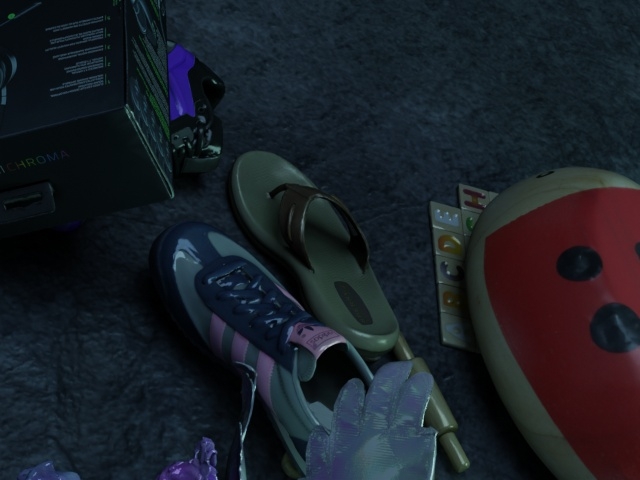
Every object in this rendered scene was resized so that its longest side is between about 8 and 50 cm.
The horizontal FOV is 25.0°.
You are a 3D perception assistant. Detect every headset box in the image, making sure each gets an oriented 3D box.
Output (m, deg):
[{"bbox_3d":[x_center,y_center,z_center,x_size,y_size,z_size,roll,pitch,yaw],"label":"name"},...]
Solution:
[{"bbox_3d":[-0.268,-0.140,1.309,0.246,0.131,0.283,-13,51,7],"label":"headset box"}]

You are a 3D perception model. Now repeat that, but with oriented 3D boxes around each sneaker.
[{"bbox_3d":[-0.172,-0.102,1.461,0.146,0.102,0.293,28,45,-6],"label":"sneaker"},{"bbox_3d":[-0.031,0.087,1.325,0.112,0.131,0.319,-36,78,-32],"label":"sneaker"}]

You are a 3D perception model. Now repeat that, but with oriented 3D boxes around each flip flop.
[{"bbox_3d":[0.000,0.000,1.475,0.112,0.080,0.277,-7,47,-32],"label":"flip flop"}]

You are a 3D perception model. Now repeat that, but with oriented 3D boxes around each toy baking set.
[{"bbox_3d":[0.033,0.151,1.410,0.197,0.030,0.256,-3,55,-31],"label":"toy baking set"}]

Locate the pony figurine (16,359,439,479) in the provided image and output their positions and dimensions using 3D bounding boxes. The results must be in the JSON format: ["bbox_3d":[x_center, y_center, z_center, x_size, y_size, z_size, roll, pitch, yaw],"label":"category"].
[{"bbox_3d":[-0.074,0.265,1.125,0.363,0.303,0.351,5,83,-29],"label":"pony figurine"}]

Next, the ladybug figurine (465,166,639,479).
[{"bbox_3d":[0.319,0.097,1.508,0.305,0.162,0.449,0,54,-29],"label":"ladybug figurine"}]

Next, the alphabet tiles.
[{"bbox_3d":[0.216,0.040,1.620,0.198,0.009,0.237,14,48,-18],"label":"alphabet tiles"}]
